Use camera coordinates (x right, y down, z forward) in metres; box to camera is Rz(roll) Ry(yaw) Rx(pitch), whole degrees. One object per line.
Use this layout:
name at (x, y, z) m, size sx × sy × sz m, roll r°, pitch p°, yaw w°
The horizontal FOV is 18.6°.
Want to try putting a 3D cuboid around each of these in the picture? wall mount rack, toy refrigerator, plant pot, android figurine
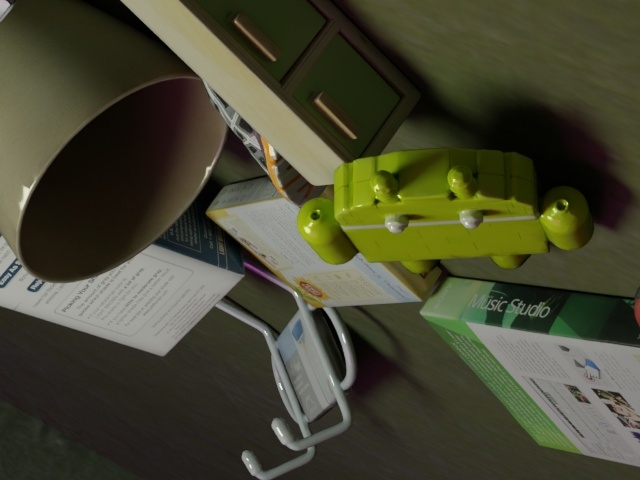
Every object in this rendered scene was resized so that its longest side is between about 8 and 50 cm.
wall mount rack at (-0.077, 0.120, 2.339) m, size 0.304 × 0.130 × 0.350 m, roll 66°, pitch 162°, yaw 11°
toy refrigerator at (-0.047, -0.173, 1.653) m, size 0.269 × 0.102 × 0.094 m, roll 44°, pitch 158°, yaw -22°
plant pot at (-0.274, -0.141, 1.926) m, size 0.274 × 0.256 × 0.256 m, roll 44°, pitch 165°, yaw 25°
android figurine at (0.106, -0.021, 1.660) m, size 0.248 × 0.056 × 0.273 m, roll -3°, pitch 166°, yaw 10°

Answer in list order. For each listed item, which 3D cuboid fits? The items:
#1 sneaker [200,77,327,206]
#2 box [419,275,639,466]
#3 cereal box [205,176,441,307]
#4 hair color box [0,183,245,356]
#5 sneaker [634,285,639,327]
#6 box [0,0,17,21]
sneaker at (-0.052, -0.120, 1.820) m, size 0.083 × 0.084 × 0.215 m, roll 19°, pitch 145°, yaw 45°
box at (0.274, 0.137, 1.908) m, size 0.322 × 0.058 × 0.232 m, roll 5°, pitch 144°, yaw 52°
cereal box at (0.000, 0.000, 2.042) m, size 0.173 × 0.047 × 0.240 m, roll 43°, pitch 158°, yaw -20°
hair color box at (-0.274, -0.002, 2.114) m, size 0.347 × 0.105 × 0.174 m, roll 20°, pitch 133°, yaw -31°
sneaker at (0.345, 0.146, 1.699) m, size 0.098 × 0.135 × 0.276 m, roll 10°, pitch 147°, yaw 53°
box at (-0.321, -0.307, 1.545) m, size 0.262 × 0.231 × 0.127 m, roll 36°, pitch 142°, yaw -14°
